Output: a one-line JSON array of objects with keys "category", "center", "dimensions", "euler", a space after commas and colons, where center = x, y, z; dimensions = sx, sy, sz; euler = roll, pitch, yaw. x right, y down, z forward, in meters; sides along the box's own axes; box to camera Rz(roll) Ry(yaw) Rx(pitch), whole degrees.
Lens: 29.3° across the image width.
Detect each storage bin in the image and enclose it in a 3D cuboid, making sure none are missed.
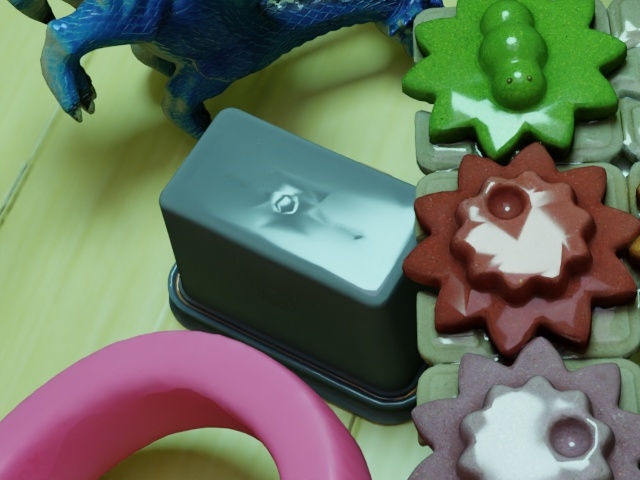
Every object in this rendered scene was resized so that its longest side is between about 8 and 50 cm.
[{"category": "storage bin", "center": [0.000, 0.000, 0.522], "dimensions": [0.135, 0.091, 0.098], "euler": [25, 67, 19]}]

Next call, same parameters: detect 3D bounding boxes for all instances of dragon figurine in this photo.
[{"category": "dragon figurine", "center": [-0.061, -0.124, 0.538], "dimensions": [0.144, 0.289, 0.085], "euler": [-44, 55, 27]}]

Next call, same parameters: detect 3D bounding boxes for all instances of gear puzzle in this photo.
[{"category": "gear puzzle", "center": [0.116, -0.043, 0.450], "dimensions": [0.175, 0.044, 0.339], "euler": [-3, 62, 8]}]

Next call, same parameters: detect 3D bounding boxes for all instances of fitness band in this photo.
[{"category": "fitness band", "center": [-0.103, 0.154, 0.416], "dimensions": [0.209, 0.054, 0.291], "euler": [14, 60, 50]}]

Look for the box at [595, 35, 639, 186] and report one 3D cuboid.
[{"category": "box", "center": [0.216, 0.018, 0.482], "dimensions": [0.113, 0.094, 0.275], "euler": [-39, 64, -13]}]
